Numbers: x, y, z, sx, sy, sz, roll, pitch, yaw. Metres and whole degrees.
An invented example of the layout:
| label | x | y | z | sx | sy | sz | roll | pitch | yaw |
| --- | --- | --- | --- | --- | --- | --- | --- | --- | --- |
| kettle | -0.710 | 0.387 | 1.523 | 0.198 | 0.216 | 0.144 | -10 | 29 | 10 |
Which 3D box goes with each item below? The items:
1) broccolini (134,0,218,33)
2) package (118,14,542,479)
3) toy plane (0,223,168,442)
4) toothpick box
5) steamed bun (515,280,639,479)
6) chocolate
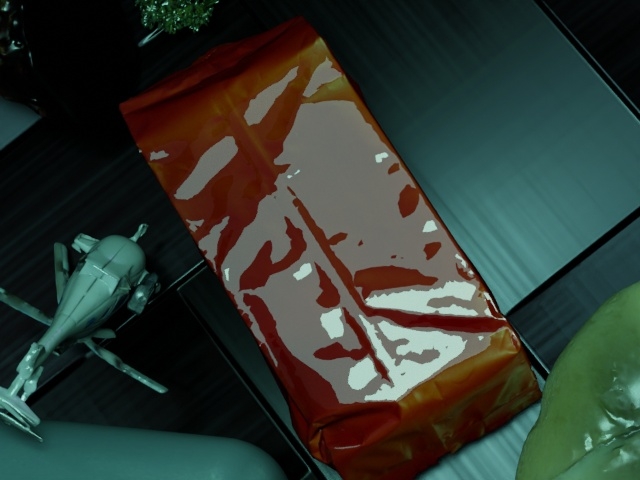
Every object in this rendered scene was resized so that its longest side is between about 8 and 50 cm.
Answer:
| label | x | y | z | sx | sy | sz | roll | pitch | yaw |
| --- | --- | --- | --- | --- | --- | --- | --- | --- | --- |
| broccolini | -0.050 | -0.257 | 1.651 | 0.254 | 0.057 | 0.071 | -26 | 117 | 6 |
| package | 0.001 | 0.001 | 1.545 | 0.196 | 0.123 | 0.423 | -31 | 75 | 0 |
| toy plane | -0.205 | 0.053 | 1.503 | 0.182 | 0.273 | 0.107 | 38 | 109 | 17 |
| toothpick box | -0.166 | 0.261 | 1.444 | 0.355 | 0.263 | 0.263 | 4 | 78 | 9 |
| steamed bun | 0.261 | 0.129 | 1.475 | 0.231 | 0.110 | 0.212 | -6 | 76 | 5 |
| chocolate | -0.259 | -0.169 | 1.642 | 0.133 | 0.156 | 0.156 | -9 | 74 | 34 |
